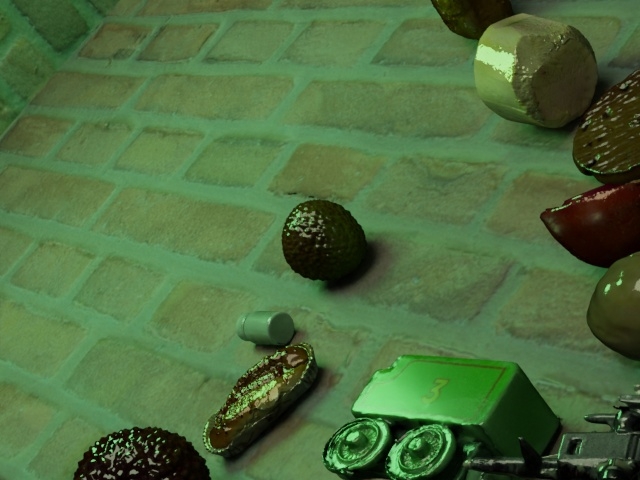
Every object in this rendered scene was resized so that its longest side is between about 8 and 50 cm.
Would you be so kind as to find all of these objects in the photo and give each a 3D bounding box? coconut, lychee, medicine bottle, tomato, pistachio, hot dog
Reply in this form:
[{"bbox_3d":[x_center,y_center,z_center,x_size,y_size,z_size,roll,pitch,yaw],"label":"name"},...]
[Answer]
[{"bbox_3d":[0.281,-0.226,2.095,0.147,0.147,0.153,-48,31,-9],"label":"coconut"},{"bbox_3d":[-0.223,0.320,1.968,0.188,0.188,0.188,-32,30,21],"label":"lychee"},{"bbox_3d":[0.000,0.000,2.179,0.146,0.114,0.114,22,67,41],"label":"lychee"},{"bbox_3d":[-0.077,0.121,2.176,0.083,0.047,0.047,-1,49,52],"label":"medicine bottle"},{"bbox_3d":[0.352,-0.019,1.774,0.189,0.099,0.173,-13,-6,-31],"label":"tomato"},{"bbox_3d":[0.358,0.069,1.623,0.185,0.124,0.124,5,53,46],"label":"pistachio"},{"bbox_3d":[-0.079,0.206,2.056,0.192,0.053,0.099,-42,31,6],"label":"hot dog"}]

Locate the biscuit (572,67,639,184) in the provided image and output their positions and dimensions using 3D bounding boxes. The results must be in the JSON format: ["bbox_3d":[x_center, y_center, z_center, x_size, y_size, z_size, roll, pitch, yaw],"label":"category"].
[{"bbox_3d":[0.407,-0.149,1.936,0.212,0.036,0.212,-30,31,20],"label":"biscuit"}]

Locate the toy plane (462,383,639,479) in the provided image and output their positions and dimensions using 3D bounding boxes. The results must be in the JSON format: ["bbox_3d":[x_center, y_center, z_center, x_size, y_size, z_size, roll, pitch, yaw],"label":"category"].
[{"bbox_3d":[0.254,0.212,1.503,0.262,0.088,0.192,3,49,24],"label":"toy plane"}]

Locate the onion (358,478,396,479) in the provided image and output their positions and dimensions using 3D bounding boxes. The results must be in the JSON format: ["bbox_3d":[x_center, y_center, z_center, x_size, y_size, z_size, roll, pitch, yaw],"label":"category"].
[{"bbox_3d":[0.046,0.363,1.471,0.276,0.276,0.276,-32,30,21],"label":"onion"}]

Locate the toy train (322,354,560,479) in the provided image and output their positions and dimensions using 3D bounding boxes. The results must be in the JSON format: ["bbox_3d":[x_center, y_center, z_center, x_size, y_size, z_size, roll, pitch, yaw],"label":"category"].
[{"bbox_3d":[0.125,0.218,1.699,0.243,0.132,0.188,-2,44,48],"label":"toy train"}]

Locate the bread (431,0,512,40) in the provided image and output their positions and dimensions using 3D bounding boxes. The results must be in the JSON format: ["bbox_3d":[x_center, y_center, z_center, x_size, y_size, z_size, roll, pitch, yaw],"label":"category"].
[{"bbox_3d":[0.192,-0.455,2.483,0.109,0.185,0.380,-31,29,8],"label":"bread"}]
